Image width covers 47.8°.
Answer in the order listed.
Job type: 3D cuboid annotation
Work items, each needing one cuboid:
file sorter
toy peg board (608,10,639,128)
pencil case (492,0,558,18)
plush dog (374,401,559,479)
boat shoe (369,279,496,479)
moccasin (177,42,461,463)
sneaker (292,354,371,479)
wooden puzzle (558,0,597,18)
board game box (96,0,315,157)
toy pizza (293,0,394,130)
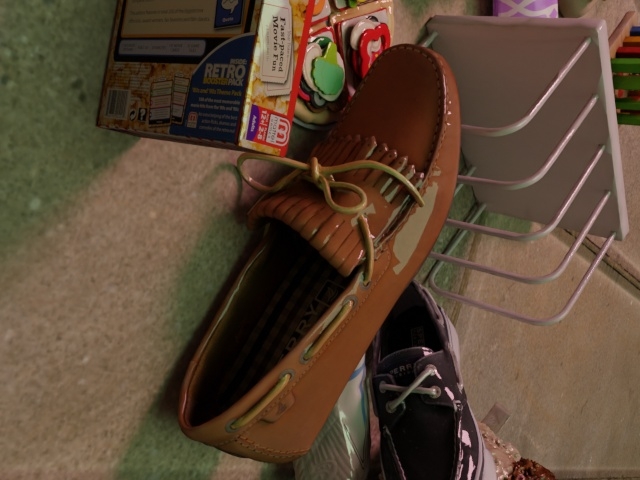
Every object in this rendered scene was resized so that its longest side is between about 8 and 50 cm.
[{"bbox_3d":[0.192,-0.073,0.777,0.173,0.193,0.277,-48,134,-26],"label":"file sorter"},{"bbox_3d":[0.541,-0.278,1.229,0.160,0.079,0.161,-49,134,-30],"label":"toy peg board"},{"bbox_3d":[0.236,-0.274,0.861,0.088,0.086,0.206,-9,113,-3],"label":"pencil case"},{"bbox_3d":[0.147,0.264,0.791,0.225,0.263,0.210,60,17,-78],"label":"plush dog"},{"bbox_3d":[0.097,0.150,0.712,0.102,0.108,0.301,58,22,-31],"label":"boat shoe"},{"bbox_3d":[-0.002,-0.001,0.609,0.380,0.139,0.147,-58,141,-2],"label":"moccasin"},{"bbox_3d":[0.010,0.145,0.716,0.086,0.085,0.237,-35,126,-80],"label":"sneaker"},{"bbox_3d":[0.398,-0.395,0.915,0.238,0.044,0.221,-45,162,17],"label":"wooden puzzle"},{"bbox_3d":[-0.070,-0.158,0.465,0.045,0.147,0.193,7,95,-51],"label":"board game box"},{"bbox_3d":[0.013,-0.199,0.646,0.201,0.032,0.201,-18,114,-47],"label":"toy pizza"}]
